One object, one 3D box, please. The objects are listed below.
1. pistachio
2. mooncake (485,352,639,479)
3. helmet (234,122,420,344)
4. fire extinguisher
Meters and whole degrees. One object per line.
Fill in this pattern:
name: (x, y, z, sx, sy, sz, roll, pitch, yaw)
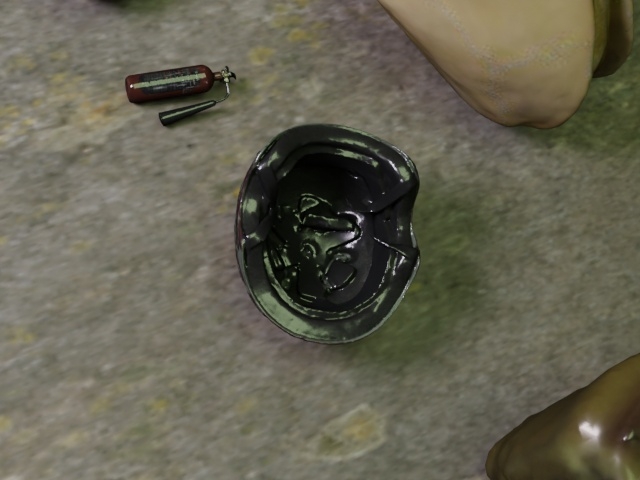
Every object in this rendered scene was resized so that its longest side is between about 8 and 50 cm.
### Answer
pistachio: (0.150, -0.256, 1.024, 0.229, 0.238, 0.321, -40, 109, -20)
mooncake: (0.305, 0.284, 0.897, 0.394, 0.246, 0.393, 31, 59, -11)
helmet: (-0.005, -0.007, 0.959, 0.153, 0.107, 0.177, 6, 89, -20)
fire extinguisher: (-0.116, -0.127, 0.997, 0.100, 0.032, 0.046, -10, 65, -16)
